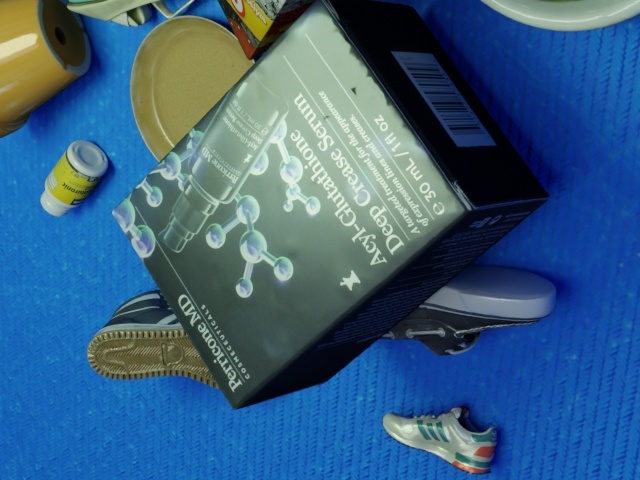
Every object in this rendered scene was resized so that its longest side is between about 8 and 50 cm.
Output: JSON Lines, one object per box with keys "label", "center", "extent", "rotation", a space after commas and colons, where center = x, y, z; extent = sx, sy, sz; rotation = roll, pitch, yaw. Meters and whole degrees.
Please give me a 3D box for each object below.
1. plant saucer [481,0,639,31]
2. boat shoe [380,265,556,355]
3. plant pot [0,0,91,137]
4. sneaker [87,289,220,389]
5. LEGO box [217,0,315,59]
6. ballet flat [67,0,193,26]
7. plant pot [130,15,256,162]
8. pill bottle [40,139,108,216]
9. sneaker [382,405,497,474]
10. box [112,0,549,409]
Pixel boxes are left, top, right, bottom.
{"label": "plant saucer", "center": [0.269, -0.424, 1.437], "extent": [0.400, 0.100, 0.400], "rotation": [18, 118, 37]}
{"label": "boat shoe", "center": [0.159, 0.092, 1.705], "extent": [0.301, 0.108, 0.102], "rotation": [1, 106, 37]}
{"label": "plant pot", "center": [-0.438, -0.263, 1.952], "extent": [0.188, 0.205, 0.205], "rotation": [-18, 95, 22]}
{"label": "sneaker", "center": [-0.180, 0.139, 1.974], "extent": [0.282, 0.153, 0.099], "rotation": [3, 108, 2]}
{"label": "LEGO box", "center": [-0.085, -0.496, 1.504], "extent": [0.500, 0.193, 0.372], "rotation": [62, 166, 2]}
{"label": "ballet flat", "center": [-0.237, -0.329, 1.856], "extent": [0.248, 0.086, 0.086], "rotation": [-11, 99, 36]}
{"label": "plant pot", "center": [-0.159, -0.190, 1.874], "extent": [0.236, 0.032, 0.236], "rotation": [13, 113, 32]}
{"label": "pill bottle", "center": [-0.366, -0.089, 2.031], "extent": [0.065, 0.065, 0.116], "rotation": [51, 127, 10]}
{"label": "sneaker", "center": [0.159, 0.243, 1.796], "extent": [0.161, 0.057, 0.075], "rotation": [22, 101, 29]}
{"label": "box", "center": [0.004, -0.042, 1.600], "extent": [0.395, 0.212, 0.293], "rotation": [-43, 72, 29]}
